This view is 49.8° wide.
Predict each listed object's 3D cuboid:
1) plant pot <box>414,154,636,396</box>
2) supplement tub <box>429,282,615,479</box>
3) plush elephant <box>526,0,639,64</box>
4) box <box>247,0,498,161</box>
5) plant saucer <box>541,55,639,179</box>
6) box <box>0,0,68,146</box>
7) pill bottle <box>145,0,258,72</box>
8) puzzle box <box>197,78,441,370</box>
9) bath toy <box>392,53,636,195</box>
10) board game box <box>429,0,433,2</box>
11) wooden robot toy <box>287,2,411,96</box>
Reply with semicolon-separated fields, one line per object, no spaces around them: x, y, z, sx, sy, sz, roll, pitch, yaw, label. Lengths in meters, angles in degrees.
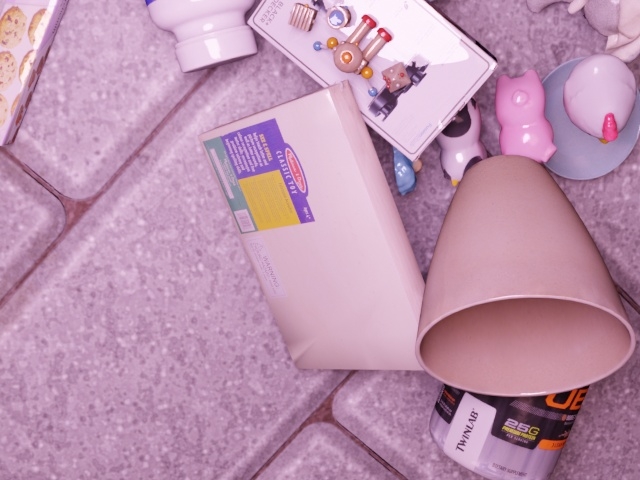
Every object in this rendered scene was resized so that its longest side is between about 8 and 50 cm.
0.256;0.028;0.914;0.256;0.274;0.256;4;143;3;plant pot
0.319;0.192;1.086;0.207;0.207;0.338;17;98;-11;supplement tub
0.399;-0.407;0.979;0.330;0.272;0.255;15;141;20;plush elephant
0.071;-0.263;0.913;0.290;0.087;0.169;39;112;-2;box
0.420;-0.196;1.111;0.195;0.037;0.195;-2;102;-8;plant saucer
-0.410;-0.291;0.960;0.067;0.063;0.324;24;97;-13;box
-0.173;-0.374;0.932;0.152;0.152;0.272;-16;102;-5;pill bottle
0.000;0.000;0.990;0.052;0.272;0.409;-35;109;-44;puzzle box
0.276;-0.159;0.997;0.348;0.129;0.151;-11;142;19;bath toy
0.068;-0.466;0.978;0.224;0.097;0.303;-28;104;-1;board game box
0.036;-0.238;0.839;0.173;0.079;0.076;39;112;-3;wooden robot toy
